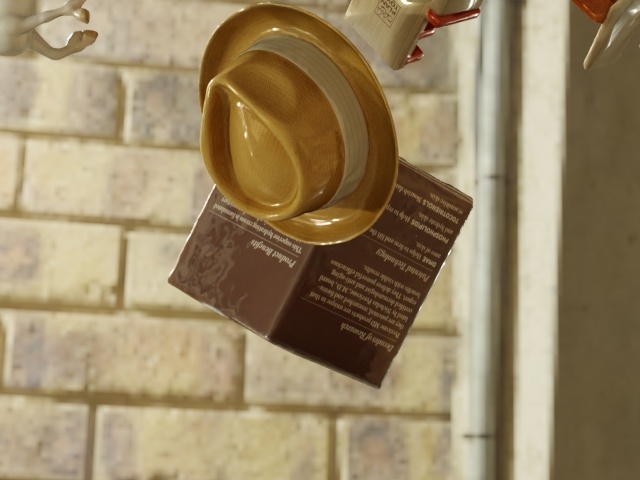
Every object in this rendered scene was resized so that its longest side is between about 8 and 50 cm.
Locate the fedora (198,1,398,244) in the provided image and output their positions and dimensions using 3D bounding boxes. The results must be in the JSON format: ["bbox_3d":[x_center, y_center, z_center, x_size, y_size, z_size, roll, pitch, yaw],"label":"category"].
[{"bbox_3d":[-0.034,-0.078,1.283,0.194,0.194,0.079,-12,13,39],"label":"fedora"}]

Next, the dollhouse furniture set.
[{"bbox_3d":[0.151,-0.240,1.420,0.259,0.262,0.135,-21,-30,-40],"label":"dollhouse furniture set"}]

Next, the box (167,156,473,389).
[{"bbox_3d":[0.000,0.000,1.605,0.167,0.203,0.168,26,1,-44],"label":"box"}]

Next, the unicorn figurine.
[{"bbox_3d":[-0.218,-0.167,1.224,0.111,0.162,0.060,-5,-28,5],"label":"unicorn figurine"}]
